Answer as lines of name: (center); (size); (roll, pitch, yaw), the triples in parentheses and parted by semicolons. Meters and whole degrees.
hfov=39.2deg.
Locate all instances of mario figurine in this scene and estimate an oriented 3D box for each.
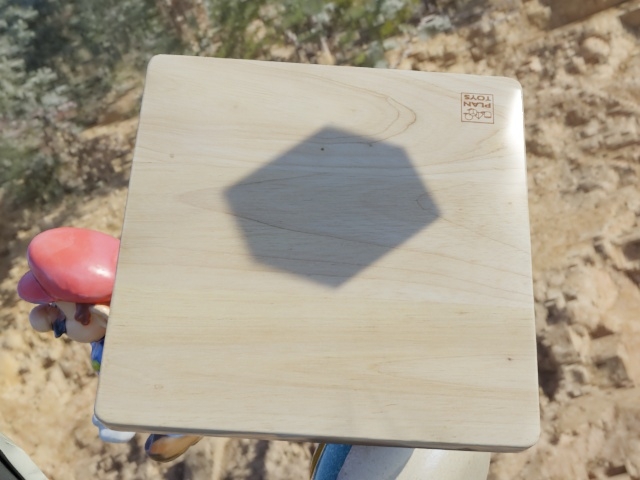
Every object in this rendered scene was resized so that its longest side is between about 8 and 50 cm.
mario figurine: (-0.268, 0.126, 1.084); (0.198, 0.320, 0.170); (10, 45, 43)

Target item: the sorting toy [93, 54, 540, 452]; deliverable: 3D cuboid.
sorting toy: (0.003, 0.013, 0.603); (0.257, 0.255, 0.089); (4, -25, -1)

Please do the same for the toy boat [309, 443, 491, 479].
toy boat: (0.006, 0.213, 0.689); (0.148, 0.267, 0.318); (27, 28, 31)

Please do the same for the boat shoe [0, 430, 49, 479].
boat shoe: (-0.147, 0.066, 0.327); (0.049, 0.133, 0.042); (20, 54, 41)
